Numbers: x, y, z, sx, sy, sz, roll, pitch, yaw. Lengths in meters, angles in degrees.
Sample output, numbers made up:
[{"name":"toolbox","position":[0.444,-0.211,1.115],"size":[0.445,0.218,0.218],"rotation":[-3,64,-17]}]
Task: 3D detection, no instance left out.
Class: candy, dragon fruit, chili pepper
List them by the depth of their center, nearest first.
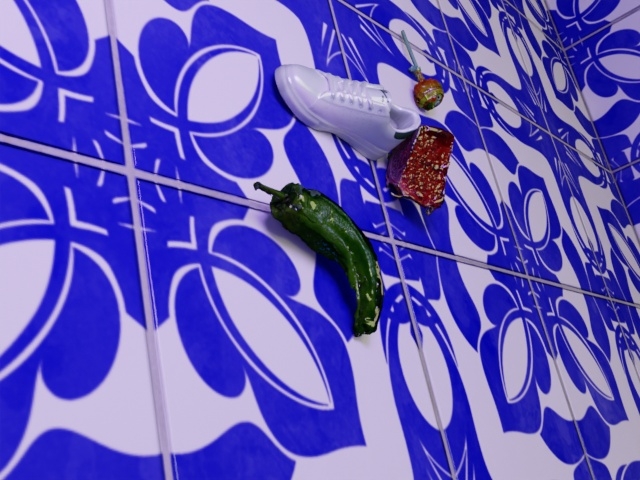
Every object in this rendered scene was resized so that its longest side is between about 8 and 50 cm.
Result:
[{"name":"chili pepper","position":[0.000,0.000,0.968],"size":[0.279,0.065,0.122],"rotation":[48,32,-27]},{"name":"dragon fruit","position":[0.156,-0.122,1.252],"size":[0.102,0.096,0.147],"rotation":[23,80,-31]},{"name":"candy","position":[0.196,-0.348,1.492],"size":[0.060,0.060,0.200],"rotation":[15,49,-48]}]

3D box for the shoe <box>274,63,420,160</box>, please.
[{"name":"shoe","position":[0.050,-0.216,1.146],"size":[0.265,0.110,0.095],"rotation":[25,50,-46]}]
